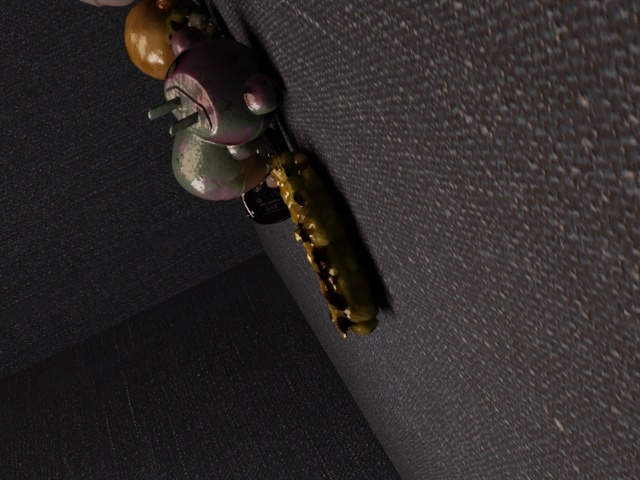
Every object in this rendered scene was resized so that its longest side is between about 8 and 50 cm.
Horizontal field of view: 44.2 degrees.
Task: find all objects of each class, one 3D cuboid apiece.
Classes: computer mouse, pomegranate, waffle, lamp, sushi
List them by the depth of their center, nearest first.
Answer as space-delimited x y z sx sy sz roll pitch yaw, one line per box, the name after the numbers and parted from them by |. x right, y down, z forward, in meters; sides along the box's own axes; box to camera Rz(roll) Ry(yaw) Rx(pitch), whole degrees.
-0.206 -0.219 1.447 0.247 0.247 0.301 41 139 22 | lamp
0.000 0.000 1.480 0.382 0.095 0.379 -147 33 -81 | waffle
-0.228 -0.379 1.681 0.291 0.131 0.139 53 -168 24 | sushi
-0.127 -0.146 1.683 0.096 0.137 0.233 -90 -14 -60 | computer mouse
-0.357 -0.477 1.843 0.207 0.207 0.207 62 173 14 | pomegranate

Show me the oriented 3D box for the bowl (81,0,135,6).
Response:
-0.434 -0.653 1.772 0.144 0.286 0.287 19 180 -4 | bowl
